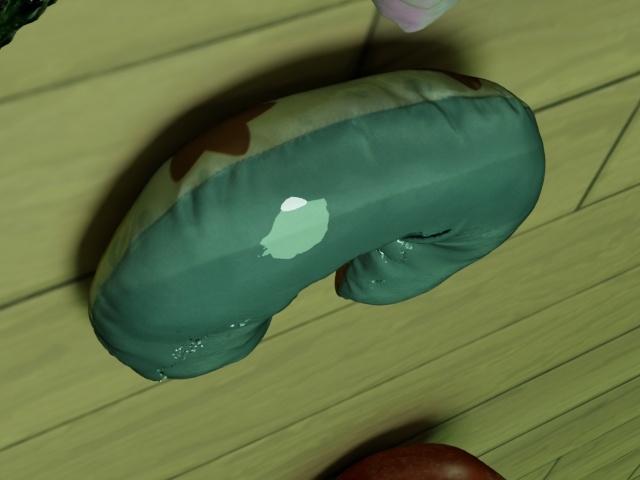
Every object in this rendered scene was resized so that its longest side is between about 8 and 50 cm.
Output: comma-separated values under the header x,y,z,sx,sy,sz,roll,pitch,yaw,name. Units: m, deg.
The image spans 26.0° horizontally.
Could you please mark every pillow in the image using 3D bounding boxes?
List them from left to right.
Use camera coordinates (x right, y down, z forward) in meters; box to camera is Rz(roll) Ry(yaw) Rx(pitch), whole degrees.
x,y,z,sx,sy,sz,roll,pitch,yaw,name
0.000,0.000,0.667,0.233,0.086,0.214,-21,157,-24,pillow

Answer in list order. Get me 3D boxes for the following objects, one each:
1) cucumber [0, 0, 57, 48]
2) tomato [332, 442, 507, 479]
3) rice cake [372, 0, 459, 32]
x,y,z,sx,sy,sz,roll,pitch,yaw,name
-0.129,-0.063,0.406,0.300,0.072,0.072,-42,154,13,cucumber
0.066,0.273,1.084,0.189,0.232,0.232,19,127,-26,tomato
0.011,-0.148,0.454,0.055,0.049,0.270,-24,157,6,rice cake
